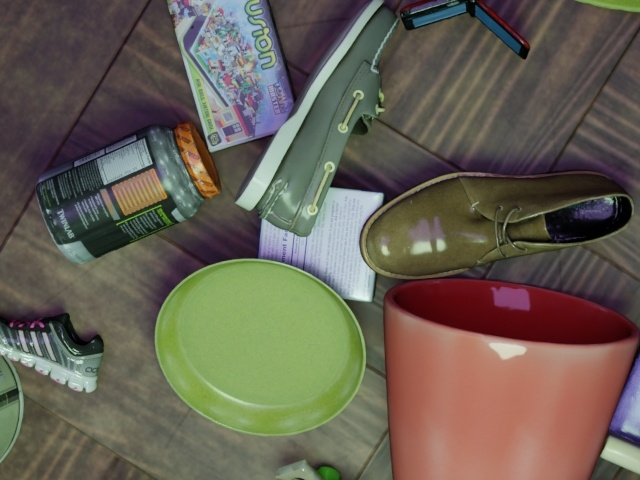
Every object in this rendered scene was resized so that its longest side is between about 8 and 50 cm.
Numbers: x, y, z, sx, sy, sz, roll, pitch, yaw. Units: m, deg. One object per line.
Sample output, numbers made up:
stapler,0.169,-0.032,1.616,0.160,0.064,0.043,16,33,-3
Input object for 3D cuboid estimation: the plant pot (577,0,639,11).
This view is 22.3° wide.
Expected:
plant pot,0.311,-0.416,1.734,0.276,0.276,0.254,20,82,4

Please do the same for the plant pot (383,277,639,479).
plant pot,0.191,0.190,1.760,0.275,0.275,0.243,8,101,5

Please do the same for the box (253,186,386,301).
box,0.000,0.000,1.852,0.137,0.072,0.126,7,93,4

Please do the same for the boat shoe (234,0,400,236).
boat shoe,0.015,-0.139,1.799,0.091,0.109,0.305,33,66,-6

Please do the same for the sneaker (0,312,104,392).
sneaker,-0.325,0.110,1.891,0.170,0.063,0.075,26,94,-1

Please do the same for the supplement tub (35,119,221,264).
supplement tub,-0.216,-0.058,1.847,0.190,0.117,0.117,-23,90,5

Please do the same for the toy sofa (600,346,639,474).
toy sofa,0.442,0.098,1.765,0.150,0.177,0.362,24,95,3

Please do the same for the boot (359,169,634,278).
boot,0.195,-0.021,1.784,0.305,0.115,0.112,-11,99,-5

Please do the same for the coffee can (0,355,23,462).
coffee can,-0.462,0.199,1.798,0.201,0.275,0.201,0,92,5

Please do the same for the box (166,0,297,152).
box,-0.101,-0.215,1.871,0.114,0.036,0.207,-16,90,5

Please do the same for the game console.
game console,0.159,-0.227,1.793,0.124,0.144,0.085,-17,89,5

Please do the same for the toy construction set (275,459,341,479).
toy construction set,-0.090,0.347,1.822,0.309,0.257,0.237,27,50,-12

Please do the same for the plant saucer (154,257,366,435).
plant saucer,-0.066,0.115,1.838,0.241,0.037,0.241,4,122,7
